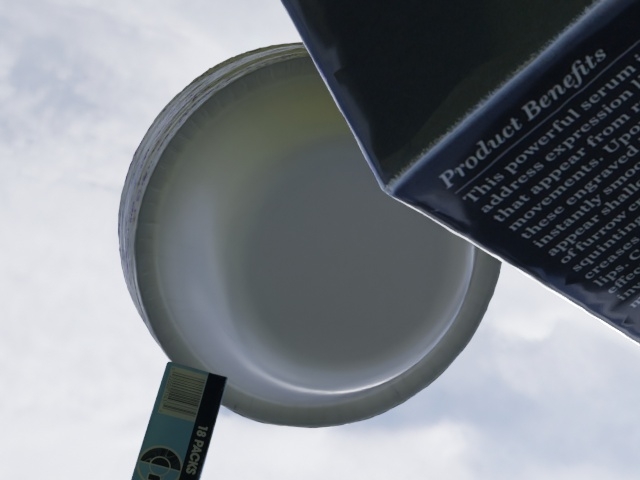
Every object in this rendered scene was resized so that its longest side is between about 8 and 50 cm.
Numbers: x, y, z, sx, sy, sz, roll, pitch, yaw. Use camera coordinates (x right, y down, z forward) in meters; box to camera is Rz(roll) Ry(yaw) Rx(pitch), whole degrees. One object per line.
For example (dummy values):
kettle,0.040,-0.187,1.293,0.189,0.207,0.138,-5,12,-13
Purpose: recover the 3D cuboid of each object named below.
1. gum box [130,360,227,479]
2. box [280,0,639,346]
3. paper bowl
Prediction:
gum box,-0.105,0.187,0.995,0.041,0.184,0.157,15,-125,-2
box,0.163,-0.121,0.850,0.395,0.212,0.293,29,-153,-46
paper bowl,0.000,0.000,1.199,0.284,0.284,0.148,9,-171,-16
